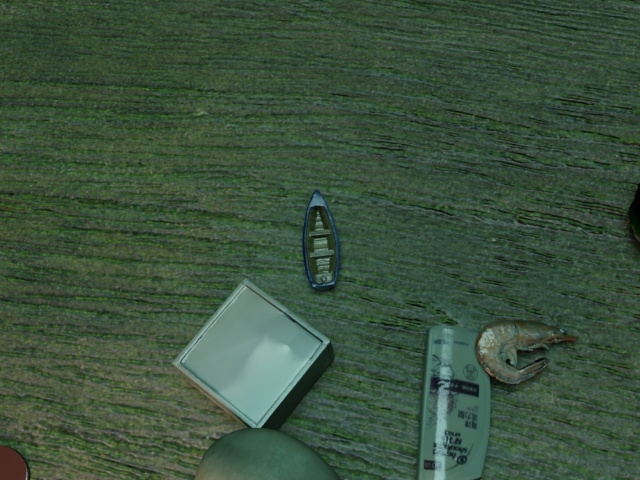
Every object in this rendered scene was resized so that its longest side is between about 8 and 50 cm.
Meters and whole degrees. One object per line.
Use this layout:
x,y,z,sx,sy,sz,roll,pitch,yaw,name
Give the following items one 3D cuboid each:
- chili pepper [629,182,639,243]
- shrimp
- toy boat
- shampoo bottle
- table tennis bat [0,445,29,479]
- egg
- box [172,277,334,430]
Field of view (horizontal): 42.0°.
0.732,-0.030,1.691,0.165,0.174,0.261,3,61,-21,chili pepper
0.409,0.217,1.641,0.223,0.047,0.126,-1,76,-14,shrimp
0.000,0.000,1.805,0.080,0.046,0.229,-7,64,3,toy boat
0.258,0.347,1.599,0.134,0.078,0.360,9,65,-2,shampoo bottle
-0.683,0.517,1.640,0.138,0.022,0.246,37,71,20,table tennis bat
-0.072,0.487,1.461,0.258,0.258,0.352,-38,77,-12,egg
-0.130,0.240,1.664,0.225,0.117,0.225,34,73,20,box
